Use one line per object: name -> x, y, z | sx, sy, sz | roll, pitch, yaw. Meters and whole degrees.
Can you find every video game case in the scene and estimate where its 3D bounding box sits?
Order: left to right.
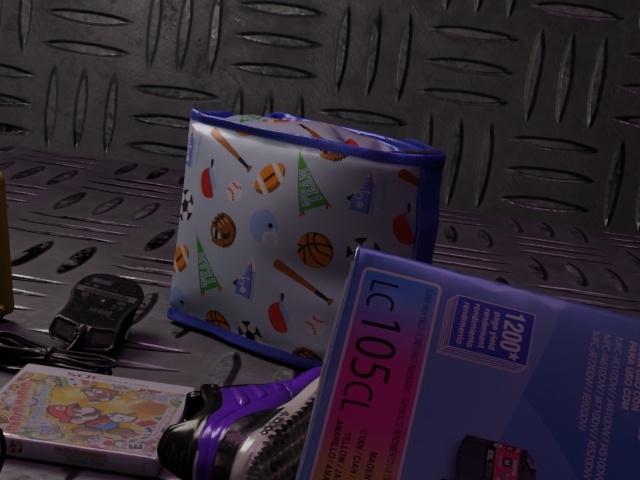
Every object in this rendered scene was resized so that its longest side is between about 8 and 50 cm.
video game case -> -0.256, 0.191, 1.260 | 0.207, 0.026, 0.227 | 8, 12, 2

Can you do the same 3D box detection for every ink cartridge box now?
ink cartridge box -> 0.179, 0.192, 0.819 | 0.396, 0.269, 0.151 | 15, -23, 0

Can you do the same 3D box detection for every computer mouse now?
computer mouse -> -0.339, 0.114, 1.511 | 0.184, 0.060, 0.262 | 11, 23, -3

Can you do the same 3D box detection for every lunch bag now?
lunch bag -> 0.000, 0.000, 1.619 | 0.386, 0.327, 0.239 | 16, 15, 40

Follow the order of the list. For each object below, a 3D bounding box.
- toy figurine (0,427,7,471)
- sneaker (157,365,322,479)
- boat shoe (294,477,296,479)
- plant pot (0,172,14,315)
toy figurine -> -0.316, 0.179, 0.835 | 0.148, 0.213, 0.209 | 14, 7, -15
sneaker -> -0.070, 0.186, 1.218 | 0.146, 0.102, 0.293 | 12, 12, 22
boat shoe -> -0.011, 0.245, 1.110 | 0.042, 0.048, 0.133 | 16, 15, 12
plant pot -> -0.553, 0.017, 1.516 | 0.212, 0.212, 0.187 | 12, 25, 22
